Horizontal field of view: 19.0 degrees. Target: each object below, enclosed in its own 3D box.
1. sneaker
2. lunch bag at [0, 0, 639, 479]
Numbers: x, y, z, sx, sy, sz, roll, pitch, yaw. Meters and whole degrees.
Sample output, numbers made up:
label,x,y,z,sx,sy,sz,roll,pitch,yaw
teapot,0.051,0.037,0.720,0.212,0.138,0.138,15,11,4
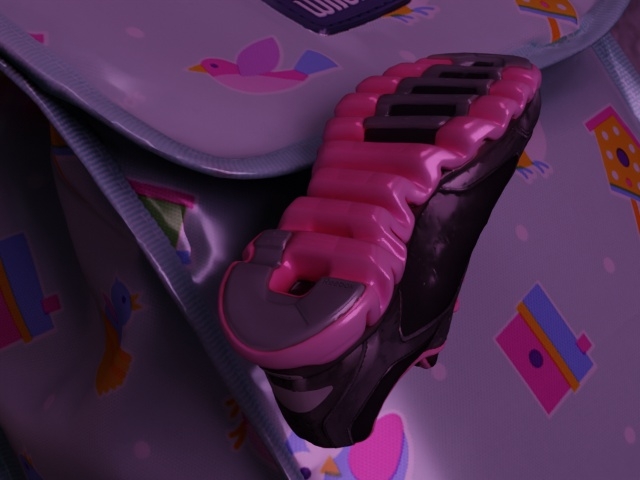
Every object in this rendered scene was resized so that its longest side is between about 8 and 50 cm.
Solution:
label,x,y,z,sx,sy,sz,roll,pitch,yaw
sneaker,0.020,0.002,0.462,0.119,0.047,0.057,-51,135,-34
lunch bag,0.000,0.000,0.575,0.223,0.160,0.262,-28,92,-43
